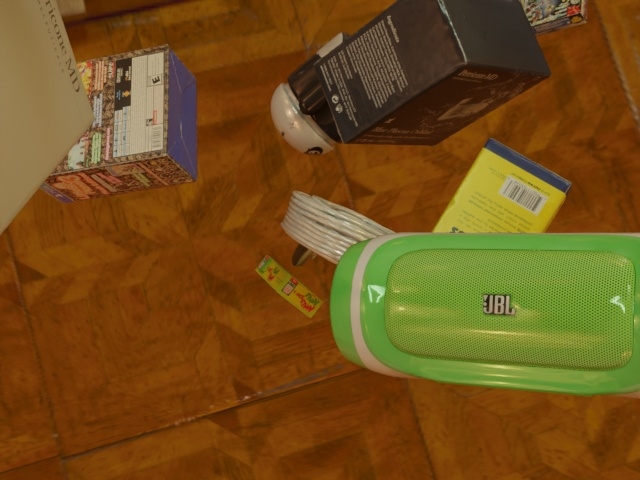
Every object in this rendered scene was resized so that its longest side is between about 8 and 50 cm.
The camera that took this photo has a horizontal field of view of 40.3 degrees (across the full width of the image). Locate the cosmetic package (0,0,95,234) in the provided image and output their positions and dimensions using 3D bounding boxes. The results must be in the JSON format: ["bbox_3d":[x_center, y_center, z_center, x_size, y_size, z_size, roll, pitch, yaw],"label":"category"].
[{"bbox_3d":[-0.410,-0.121,0.891,0.162,0.453,0.230,-5,122,11],"label":"cosmetic package"}]

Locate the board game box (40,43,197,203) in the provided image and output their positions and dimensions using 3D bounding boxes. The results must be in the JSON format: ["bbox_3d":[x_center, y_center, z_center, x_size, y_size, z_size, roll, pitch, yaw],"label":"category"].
[{"bbox_3d":[-0.397,-0.218,1.674,0.291,0.141,0.232,-7,70,14],"label":"board game box"}]

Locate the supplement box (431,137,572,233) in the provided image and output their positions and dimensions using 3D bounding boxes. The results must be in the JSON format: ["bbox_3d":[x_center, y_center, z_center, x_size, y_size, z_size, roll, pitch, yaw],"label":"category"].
[{"bbox_3d":[0.347,-0.004,1.834,0.195,0.194,0.356,32,92,13],"label":"supplement box"}]

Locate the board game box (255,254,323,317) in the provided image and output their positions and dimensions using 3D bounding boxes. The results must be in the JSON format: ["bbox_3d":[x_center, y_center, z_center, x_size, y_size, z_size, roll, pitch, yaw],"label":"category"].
[{"bbox_3d":[-0.066,0.091,1.768,0.092,0.181,0.043,40,88,-21],"label":"board game box"}]

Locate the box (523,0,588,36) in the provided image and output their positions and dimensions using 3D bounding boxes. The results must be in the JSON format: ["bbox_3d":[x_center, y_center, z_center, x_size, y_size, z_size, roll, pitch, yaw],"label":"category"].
[{"bbox_3d":[0.360,-0.379,1.331,0.027,0.094,0.137,40,51,-44],"label":"box"}]

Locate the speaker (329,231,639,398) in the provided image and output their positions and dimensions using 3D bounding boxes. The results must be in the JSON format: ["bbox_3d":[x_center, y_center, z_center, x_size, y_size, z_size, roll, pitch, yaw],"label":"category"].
[{"bbox_3d":[0.162,0.056,0.706,0.297,0.131,0.131,0,76,29],"label":"speaker"}]

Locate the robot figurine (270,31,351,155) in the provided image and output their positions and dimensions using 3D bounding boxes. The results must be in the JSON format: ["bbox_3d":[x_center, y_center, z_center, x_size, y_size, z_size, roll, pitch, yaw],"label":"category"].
[{"bbox_3d":[0.035,-0.286,1.691,0.278,0.209,0.173,-38,47,13],"label":"robot figurine"}]

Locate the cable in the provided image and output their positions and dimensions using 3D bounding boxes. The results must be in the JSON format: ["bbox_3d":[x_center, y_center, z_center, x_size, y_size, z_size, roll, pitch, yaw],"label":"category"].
[{"bbox_3d":[0.050,-0.005,1.617,0.257,0.257,0.089,19,100,-47],"label":"cable"}]

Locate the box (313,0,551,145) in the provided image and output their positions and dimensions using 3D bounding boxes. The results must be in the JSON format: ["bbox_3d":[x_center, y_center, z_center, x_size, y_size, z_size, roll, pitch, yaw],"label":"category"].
[{"bbox_3d":[0.109,-0.166,0.848,0.156,0.158,0.093,-6,72,-47],"label":"box"}]

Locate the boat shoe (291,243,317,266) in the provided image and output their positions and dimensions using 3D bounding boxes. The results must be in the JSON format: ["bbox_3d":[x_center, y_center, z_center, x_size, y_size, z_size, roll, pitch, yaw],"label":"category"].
[{"bbox_3d":[0.000,-0.001,1.821,0.048,0.056,0.153,36,93,-26],"label":"boat shoe"}]

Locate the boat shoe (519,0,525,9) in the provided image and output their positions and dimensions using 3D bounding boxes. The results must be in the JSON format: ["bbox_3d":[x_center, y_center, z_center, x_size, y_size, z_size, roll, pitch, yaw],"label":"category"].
[{"bbox_3d":[0.375,-0.626,1.997,0.094,0.109,0.302,-23,87,-53],"label":"boat shoe"}]
